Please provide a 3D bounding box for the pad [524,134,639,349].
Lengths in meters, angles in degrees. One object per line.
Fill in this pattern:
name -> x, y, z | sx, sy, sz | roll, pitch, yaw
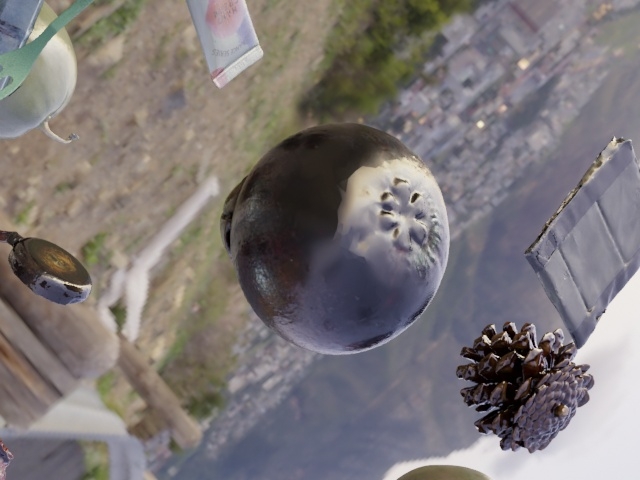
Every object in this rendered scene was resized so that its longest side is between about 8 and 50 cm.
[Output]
pad -> 0.355, 0.001, 1.421 | 0.022, 0.174, 0.233 | 8, -130, 51

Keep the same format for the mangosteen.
mangosteen -> 0.010, 0.004, 1.426 | 0.300, 0.300, 0.300 | -40, 173, -6

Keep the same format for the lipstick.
lipstick -> -0.444, -0.339, 1.618 | 0.289, 0.076, 0.077 | -58, -166, 19

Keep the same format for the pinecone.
pinecone -> 0.302, 0.212, 1.690 | 0.208, 0.207, 0.208 | -40, 173, -6

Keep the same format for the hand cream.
hand cream -> -0.167, -0.400, 1.640 | 0.078, 0.340, 0.124 | 4, -144, 37

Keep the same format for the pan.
pan -> -0.379, 0.010, 1.429 | 0.040, 0.212, 0.115 | -59, 164, 12

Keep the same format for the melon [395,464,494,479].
melon -> 0.201, 0.484, 1.740 | 0.268, 0.268, 0.330 | -39, 168, -16

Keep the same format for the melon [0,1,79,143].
melon -> -0.544, -0.307, 1.857 | 0.272, 0.308, 0.272 | -41, 168, -11

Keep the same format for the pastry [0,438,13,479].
pastry -> -0.314, 0.205, 0.786 | 0.208, 0.115, 0.097 | -47, 163, -15

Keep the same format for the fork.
fork -> -0.228, -0.203, 1.019 | 0.235, 0.039, 0.021 | -41, -176, -5
